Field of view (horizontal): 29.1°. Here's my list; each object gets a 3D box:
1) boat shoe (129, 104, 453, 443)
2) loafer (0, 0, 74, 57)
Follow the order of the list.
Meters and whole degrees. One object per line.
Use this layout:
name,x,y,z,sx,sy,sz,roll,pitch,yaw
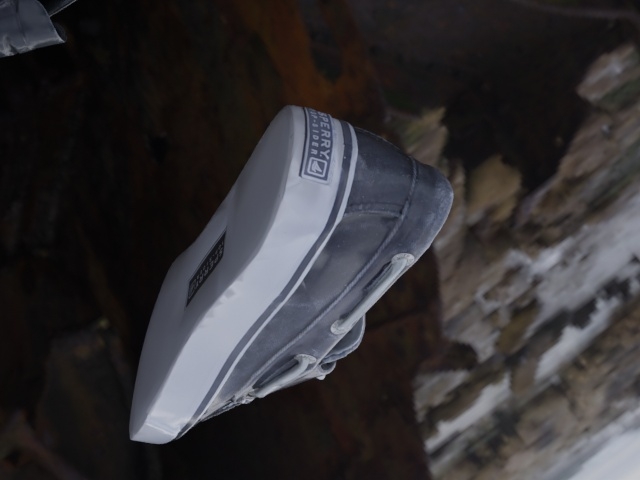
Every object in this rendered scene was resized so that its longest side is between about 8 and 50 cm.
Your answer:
boat shoe,-0.026,0.039,0.682,0.102,0.108,0.301,18,141,-17
loafer,-0.193,-0.150,0.771,0.223,0.078,0.076,-40,175,0
